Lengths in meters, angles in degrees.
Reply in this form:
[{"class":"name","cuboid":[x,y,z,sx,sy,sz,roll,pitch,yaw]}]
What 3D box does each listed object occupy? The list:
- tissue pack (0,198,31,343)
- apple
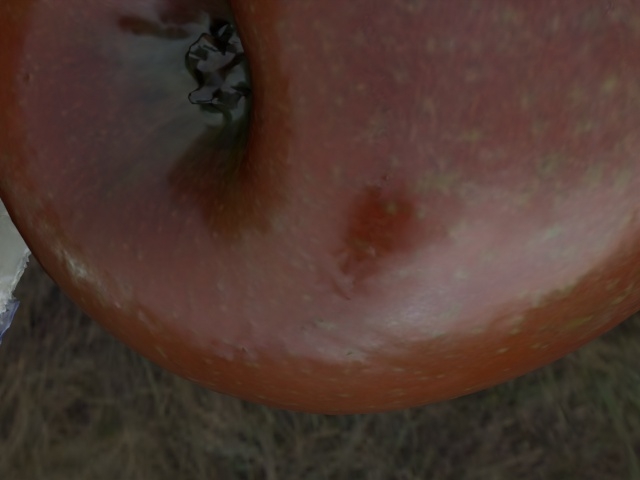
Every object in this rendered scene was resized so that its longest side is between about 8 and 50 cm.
[{"class":"tissue pack","cuboid":[-0.293,0.007,1.076,0.209,0.269,0.137,16,80,-18]},{"class":"apple","cuboid":[0.022,-0.093,0.754,0.348,0.277,0.348,11,109,37]}]
